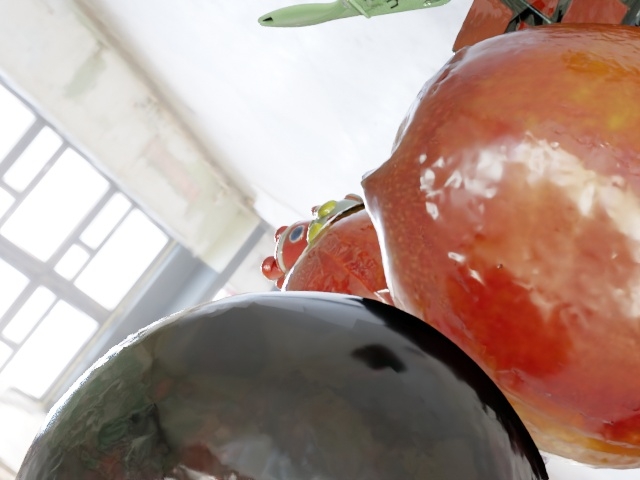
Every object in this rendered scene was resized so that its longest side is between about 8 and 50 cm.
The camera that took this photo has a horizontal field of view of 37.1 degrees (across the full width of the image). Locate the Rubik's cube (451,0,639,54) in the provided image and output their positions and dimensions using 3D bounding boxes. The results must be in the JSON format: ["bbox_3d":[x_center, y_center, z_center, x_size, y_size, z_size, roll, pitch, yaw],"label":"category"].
[{"bbox_3d":[0.359,-0.248,1.041,0.288,0.283,0.293,4,-144,-28],"label":"Rubik's cube"}]

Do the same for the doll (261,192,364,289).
[{"bbox_3d":[0.000,0.000,1.303,0.076,0.142,0.245,32,156,-21],"label":"doll"}]

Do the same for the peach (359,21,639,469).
[{"bbox_3d":[0.214,-0.005,0.767,0.373,0.372,0.290,36,-170,8],"label":"peach"}]

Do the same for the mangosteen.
[{"bbox_3d":[-0.010,0.173,0.487,0.297,0.297,0.313,44,-176,-34],"label":"mangosteen"}]

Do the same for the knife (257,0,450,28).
[{"bbox_3d":[0.033,-0.280,1.128,0.293,0.020,0.043,3,135,38],"label":"knife"}]

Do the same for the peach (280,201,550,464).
[{"bbox_3d":[0.126,0.132,1.109,0.370,0.370,0.370,36,170,7],"label":"peach"}]
